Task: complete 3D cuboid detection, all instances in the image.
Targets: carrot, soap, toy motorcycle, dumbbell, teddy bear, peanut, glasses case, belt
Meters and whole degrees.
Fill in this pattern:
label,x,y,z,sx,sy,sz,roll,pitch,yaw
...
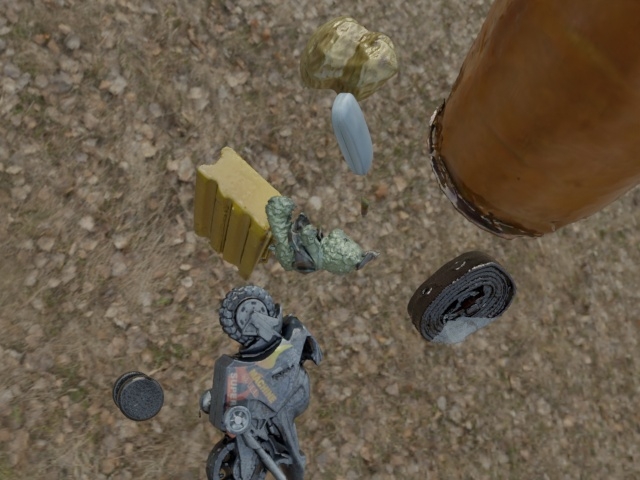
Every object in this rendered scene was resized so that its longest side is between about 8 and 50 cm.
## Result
label,x,y,z,sx,sy,sz,roll,pitch,yaw
carrot,0.189,-0.117,0.372,0.195,0.254,0.196,5,61,-10
soap,-0.183,-0.046,1.424,0.204,0.324,0.096,44,66,6
toy motorcycle,-0.077,0.218,0.924,0.173,0.108,0.308,4,91,-31
dumbbell,-0.423,0.356,1.474,0.100,0.191,0.100,3,83,-22
teddy bear,-0.016,0.014,1.094,0.213,0.133,0.111,30,86,9
peanut,0.067,-0.412,1.460,0.233,0.110,0.197,30,79,19
glasses case,0.059,-0.190,1.164,0.178,0.045,0.067,61,41,-50
belt,0.376,0.155,1.741,0.184,0.289,0.164,53,5,-20

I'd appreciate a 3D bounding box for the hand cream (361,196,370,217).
label,x,y,z,sx,sy,sz,roll,pitch,yaw
hand cream,0.134,-0.099,1.929,0.035,0.102,0.022,38,73,16
